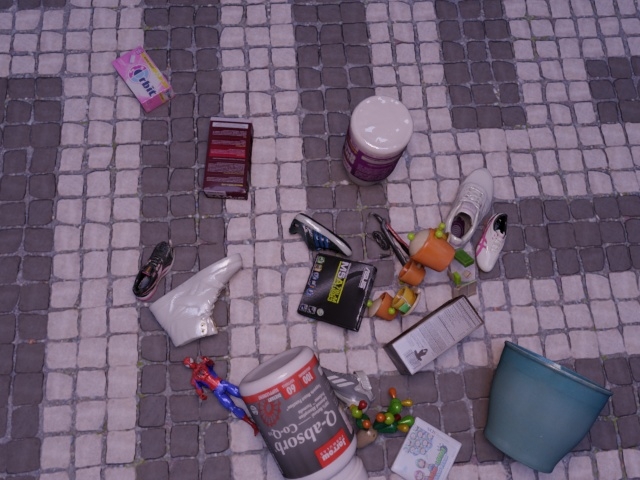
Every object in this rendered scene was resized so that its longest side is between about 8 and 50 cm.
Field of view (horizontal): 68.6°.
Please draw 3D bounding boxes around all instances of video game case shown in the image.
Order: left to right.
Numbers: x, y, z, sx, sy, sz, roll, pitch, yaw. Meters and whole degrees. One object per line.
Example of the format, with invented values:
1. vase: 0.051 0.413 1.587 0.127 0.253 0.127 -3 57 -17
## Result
1. video game case: 0.288 0.588 1.279 0.143 0.019 0.157 30 76 4

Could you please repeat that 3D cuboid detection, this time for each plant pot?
1. plant pot: 0.562 0.439 1.223 0.271 0.271 0.255 24 91 3

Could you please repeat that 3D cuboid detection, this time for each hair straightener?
1. hair straightener: 0.207 0.015 1.400 0.089 0.047 0.230 -36 86 -11

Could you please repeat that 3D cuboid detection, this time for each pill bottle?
1. pill bottle: -0.035 0.470 1.176 0.210 0.210 0.363 -28 91 -10
2. pill bottle: 0.149 -0.265 1.337 0.169 0.301 0.170 1 75 -4

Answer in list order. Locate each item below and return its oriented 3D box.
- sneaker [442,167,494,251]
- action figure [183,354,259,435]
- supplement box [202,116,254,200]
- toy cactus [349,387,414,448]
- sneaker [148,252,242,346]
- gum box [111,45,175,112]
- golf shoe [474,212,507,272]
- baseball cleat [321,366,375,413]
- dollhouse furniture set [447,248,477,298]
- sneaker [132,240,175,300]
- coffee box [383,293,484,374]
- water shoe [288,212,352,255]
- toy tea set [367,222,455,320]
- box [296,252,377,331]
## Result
1. sneaker: 0.448 -0.093 1.390 0.114 0.152 0.305 25 75 8
2. action figure: -0.259 0.397 1.238 0.280 0.139 0.091 36 75 8
3. supplement box: -0.277 -0.248 1.426 0.130 0.073 0.240 4 75 -2
4. toy cactus: 0.144 0.477 1.242 0.181 0.218 0.112 -53 45 22
5. sneaker: -0.309 0.174 1.309 0.292 0.108 0.169 -35 82 -1
6. gum box: -0.560 -0.512 1.480 0.107 0.062 0.188 -36 81 -11
7. golf shoe: 0.514 0.003 1.405 0.067 0.086 0.186 17 77 -1
8. baseball cleat: 0.059 0.384 1.298 0.206 0.072 0.109 41 69 -2
9. dollhouse furniture set: 0.411 0.104 1.371 0.076 0.152 0.058 -23 39 -14
10. sneaker: -0.473 0.084 1.329 0.071 0.077 0.178 19 75 0
11. coffee box: 0.309 0.263 1.300 0.246 0.141 0.098 -32 80 -11
12. water shoe: 0.000 0.000 1.393 0.203 0.073 0.080 35 98 9
13. toy tea set: 0.228 0.085 1.278 0.124 0.200 0.336 34 100 -3
14. box: 0.048 0.143 1.329 0.184 0.045 0.191 12 74 28
